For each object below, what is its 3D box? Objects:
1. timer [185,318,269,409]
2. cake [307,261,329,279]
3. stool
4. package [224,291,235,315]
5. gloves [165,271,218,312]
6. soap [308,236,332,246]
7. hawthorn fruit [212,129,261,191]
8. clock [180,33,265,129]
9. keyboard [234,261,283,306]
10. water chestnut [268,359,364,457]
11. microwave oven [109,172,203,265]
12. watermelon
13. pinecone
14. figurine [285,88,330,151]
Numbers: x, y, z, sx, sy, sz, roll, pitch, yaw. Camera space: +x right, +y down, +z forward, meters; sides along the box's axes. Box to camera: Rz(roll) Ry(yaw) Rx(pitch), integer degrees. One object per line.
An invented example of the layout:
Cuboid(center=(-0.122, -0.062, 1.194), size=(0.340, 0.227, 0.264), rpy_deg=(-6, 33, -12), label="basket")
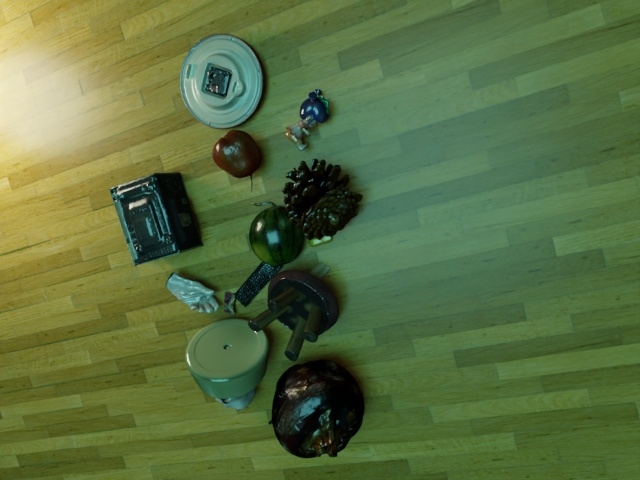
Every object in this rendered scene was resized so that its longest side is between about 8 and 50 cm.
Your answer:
Cuboid(center=(-0.323, 0.497, 1.627), size=(0.291, 0.290, 0.315), rpy_deg=(8, 124, 14), label="timer")
Cuboid(center=(-0.025, 0.126, 1.579), size=(0.121, 0.065, 0.052), rpy_deg=(-42, 86, -5), label="cake")
Cuboid(center=(-0.090, 0.252, 1.494), size=(0.272, 0.178, 0.271), rpy_deg=(14, 128, 20), label="stool")
Cuboid(center=(-0.345, 0.241, 1.683), size=(0.059, 0.029, 0.083), rpy_deg=(12, 101, 37), label="package")
Cuboid(center=(-0.483, 0.201, 1.683), size=(0.229, 0.097, 0.119), rpy_deg=(35, 111, 12), label="gloves")
Cuboid(center=(0.000, 0.000, 1.558), size=(0.089, 0.012, 0.034), rpy_deg=(-15, 94, 17), label="soap")
Cuboid(center=(-0.269, -0.277, 1.525), size=(0.163, 0.162, 0.203), rpy_deg=(-37, 103, 18), label="hawthorn fruit")
Cuboid(center=(-0.343, -0.547, 1.530), size=(0.319, 0.080, 0.318), rpy_deg=(2, 99, 16), label="clock")
Cuboid(center=(-0.235, 0.150, 1.643), size=(0.072, 0.023, 0.231), rpy_deg=(45, 107, 7), label="keyboard")
Cuboid(center=(0.002, 0.596, 1.490), size=(0.336, 0.347, 0.335), rpy_deg=(-10, 117, -20), label="water chestnut")
Cuboid(center=(-0.604, -0.081, 1.625), size=(0.238, 0.181, 0.294), rpy_deg=(-14, 94, 18), label="microwave oven")
Cuboid(center=(-0.164, -0.021, 1.543), size=(0.204, 0.127, 0.231), rpy_deg=(0, 93, 19), label="watermelon")
Cuboid(center=(-0.003, -0.146, 1.421), size=(0.264, 0.264, 0.263), rpy_deg=(3, 100, 15), label="pinecone")
Cuboid(center=(-0.041, -0.397, 1.455), size=(0.102, 0.111, 0.195), rpy_deg=(37, 107, -14), label="figurine")
